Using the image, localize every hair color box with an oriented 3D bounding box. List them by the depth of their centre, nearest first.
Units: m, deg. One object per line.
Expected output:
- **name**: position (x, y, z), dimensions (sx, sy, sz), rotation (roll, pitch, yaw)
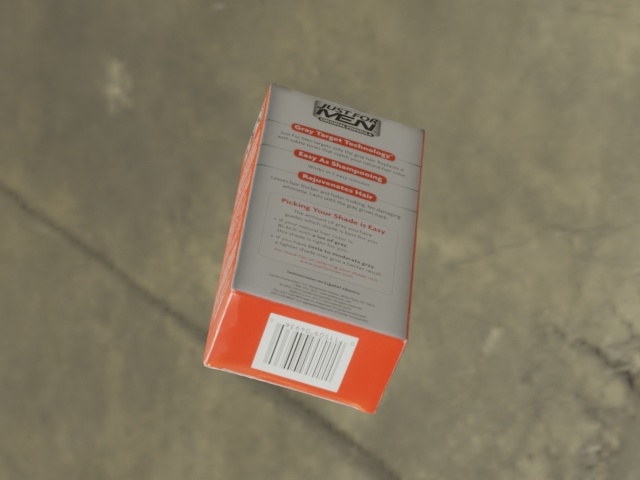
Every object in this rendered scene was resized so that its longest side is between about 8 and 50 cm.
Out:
- **hair color box**: position (0.000, 0.000, 0.783), dimensions (0.141, 0.072, 0.043), rotation (-81, 10, -52)
